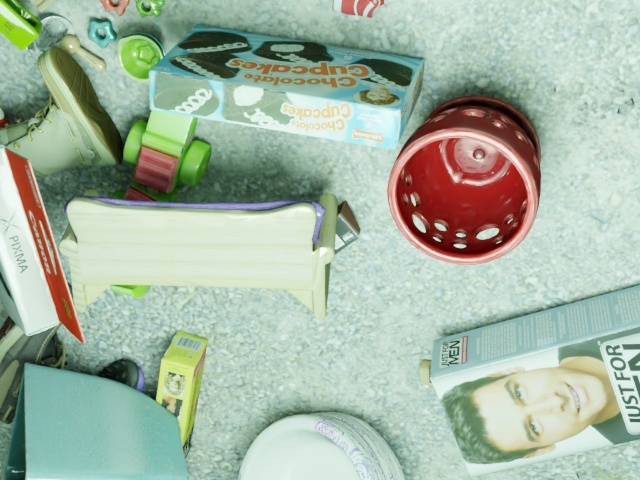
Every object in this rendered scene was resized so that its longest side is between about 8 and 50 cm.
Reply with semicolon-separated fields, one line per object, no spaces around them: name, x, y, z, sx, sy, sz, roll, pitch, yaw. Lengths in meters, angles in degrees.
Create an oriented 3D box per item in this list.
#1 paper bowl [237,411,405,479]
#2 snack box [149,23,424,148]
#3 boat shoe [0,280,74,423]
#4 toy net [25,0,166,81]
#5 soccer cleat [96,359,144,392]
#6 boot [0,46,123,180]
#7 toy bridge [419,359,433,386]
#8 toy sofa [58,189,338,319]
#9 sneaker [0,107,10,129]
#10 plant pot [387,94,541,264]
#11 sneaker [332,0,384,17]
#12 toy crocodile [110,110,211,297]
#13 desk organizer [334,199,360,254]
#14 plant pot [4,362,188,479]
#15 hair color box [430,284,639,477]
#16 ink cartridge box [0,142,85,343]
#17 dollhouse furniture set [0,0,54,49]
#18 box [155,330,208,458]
paper bowl;0.015;0.412;1.811;0.284;0.148;0.284;-3;85;37
snack box;-0.039;-0.204;1.498;0.322;0.187;0.060;10;121;9
boat shoe;-0.472;0.184;1.888;0.130;0.132;0.355;34;131;-16
toy net;-0.325;-0.287;1.614;0.232;0.045;0.122;3;119;14
soccer cleat;-0.362;0.327;1.953;0.116;0.108;0.318;20;119;-30
boot;-0.394;-0.171;1.642;0.165;0.077;0.213;-12;138;12
toy bridge;0.246;0.218;1.752;0.188;0.026;0.063;3;120;14
toy sofa;-0.159;-0.008;1.570;0.362;0.150;0.177;1;120;3
sneaker;-0.583;-0.134;1.742;0.279;0.107;0.118;-24;119;28
plant pot;0.194;-0.090;1.505;0.191;0.174;0.191;7;121;11
sneaker;0.057;-0.341;1.479;0.067;0.042;0.118;18;130;10
toy crocodile;-0.246;-0.069;1.680;0.115;0.105;0.340;25;122;1
desk organizer;0.000;0.000;1.683;0.130;0.050;0.047;-35;106;29
plant pot;-0.342;0.363;1.771;0.252;0.247;0.248;6;124;-18
hair color box;0.362;0.194;1.634;0.374;0.113;0.185;-17;113;17
ink cartridge box;-0.422;0.003;1.600;0.060;0.239;0.275;-21;112;-22
dollhouse furniture set;-0.354;-0.433;1.530;0.301;0.151;0.197;-38;125;12
box;-0.233;0.266;1.879;0.058;0.087;0.232;14;120;5
